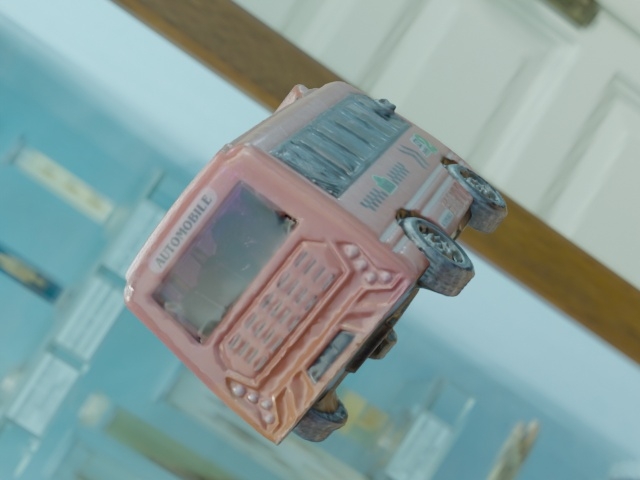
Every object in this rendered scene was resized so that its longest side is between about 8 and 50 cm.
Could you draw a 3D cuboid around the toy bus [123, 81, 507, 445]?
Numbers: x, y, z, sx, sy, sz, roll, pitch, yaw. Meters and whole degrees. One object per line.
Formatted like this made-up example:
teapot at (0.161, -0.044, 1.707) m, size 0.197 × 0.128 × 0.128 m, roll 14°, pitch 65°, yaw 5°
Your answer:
toy bus at (0.000, 0.000, 1.474) m, size 0.203 × 0.233 × 0.427 m, roll -51°, pitch -1°, yaw 17°
